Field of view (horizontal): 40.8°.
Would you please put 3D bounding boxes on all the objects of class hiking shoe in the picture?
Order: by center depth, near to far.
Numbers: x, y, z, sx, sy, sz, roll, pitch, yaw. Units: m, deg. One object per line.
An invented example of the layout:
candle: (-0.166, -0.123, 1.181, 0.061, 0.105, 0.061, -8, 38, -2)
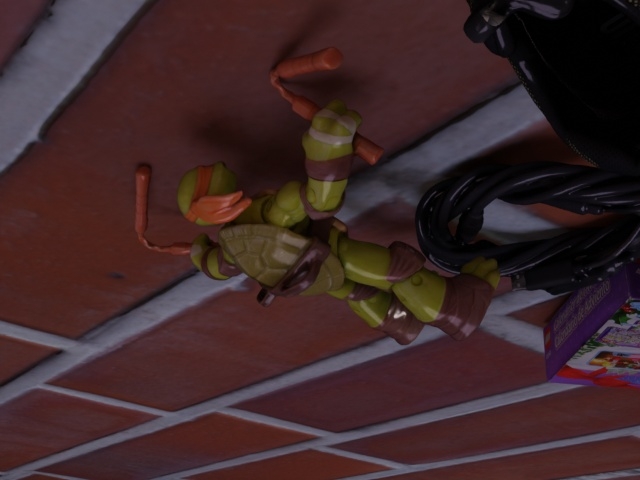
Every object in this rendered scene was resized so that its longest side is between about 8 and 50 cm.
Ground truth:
hiking shoe: (0.142, -0.064, 0.367, 0.227, 0.114, 0.086, 25, 150, -23)

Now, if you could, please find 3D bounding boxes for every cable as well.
cable: (0.154, -0.016, 0.574, 0.151, 0.047, 0.184, 25, 152, -29)

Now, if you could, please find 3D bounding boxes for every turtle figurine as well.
turtle figurine: (0.000, 0.000, 0.535, 0.217, 0.087, 0.269, 26, 146, -20)

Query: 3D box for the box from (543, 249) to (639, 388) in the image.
box: (0.354, 0.071, 0.701, 0.294, 0.057, 0.201, 4, 153, -2)
